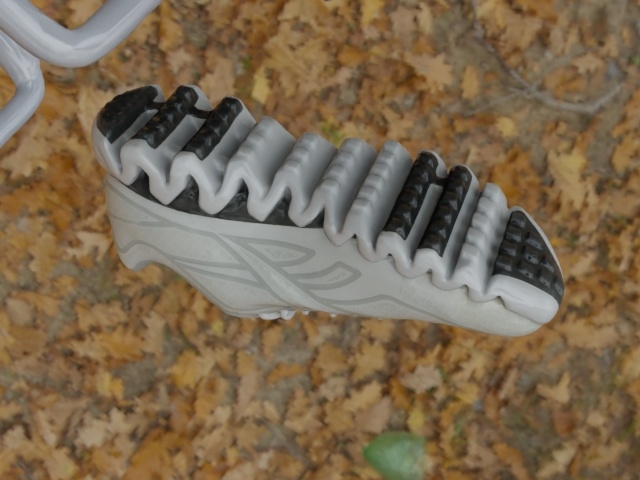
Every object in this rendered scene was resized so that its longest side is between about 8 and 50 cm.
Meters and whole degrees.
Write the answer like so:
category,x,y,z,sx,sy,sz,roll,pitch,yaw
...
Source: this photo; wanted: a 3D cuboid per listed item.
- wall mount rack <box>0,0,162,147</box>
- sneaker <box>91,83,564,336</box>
category,x,y,z,sx,sy,sz,roll,pitch,yaw
wall mount rack,-0.206,-0.161,0.410,0.304,0.350,0.130,44,62,-16
sneaker,0.000,0.000,0.680,0.110,0.292,0.118,-51,155,-53
